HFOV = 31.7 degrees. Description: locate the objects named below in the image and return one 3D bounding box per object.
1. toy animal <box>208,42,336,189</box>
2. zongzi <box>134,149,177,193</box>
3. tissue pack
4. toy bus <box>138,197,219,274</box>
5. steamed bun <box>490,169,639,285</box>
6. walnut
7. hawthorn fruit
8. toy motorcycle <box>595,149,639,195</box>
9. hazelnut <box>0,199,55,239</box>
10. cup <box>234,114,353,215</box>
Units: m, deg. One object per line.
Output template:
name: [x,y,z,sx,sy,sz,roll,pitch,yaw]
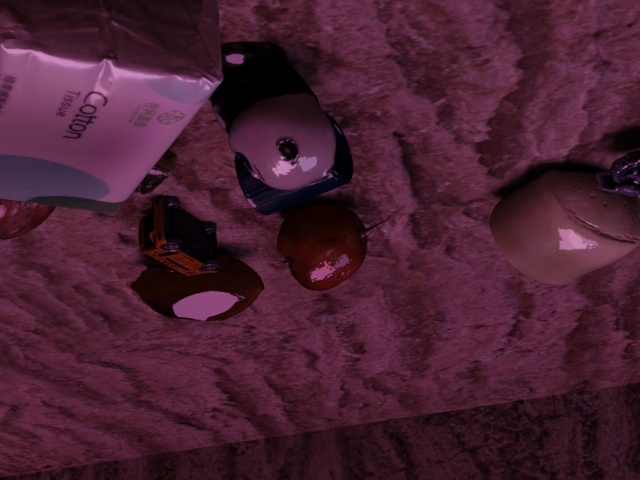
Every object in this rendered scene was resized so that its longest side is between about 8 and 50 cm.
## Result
toy animal: [-0.065,-0.150,1.462,0.138,0.179,0.166,-36,153,27]
zongzi: [-0.284,-0.112,1.656,0.119,0.055,0.109,18,152,-24]
tissue pack: [-0.299,-0.183,1.279,0.266,0.193,0.356,8,154,-28]
toy bus: [-0.242,-0.001,1.891,0.088,0.083,0.194,-13,158,19]
steamed bun: [0.428,-0.018,1.924,0.250,0.154,0.200,7,155,-36]
walnut: [-0.225,0.086,2.058,0.245,0.137,0.137,-6,158,1]
hawthorn fruit: [0.021,0.011,1.907,0.189,0.149,0.149,-2,158,-3]
toy motorcycle: [0.558,-0.095,1.839,0.271,0.106,0.159,3,151,-31]
hazelnut: [-0.439,-0.069,1.610,0.143,0.143,0.154,0,159,-14]
cup: [-0.032,-0.122,1.646,0.138,0.150,0.113,-19,121,25]
